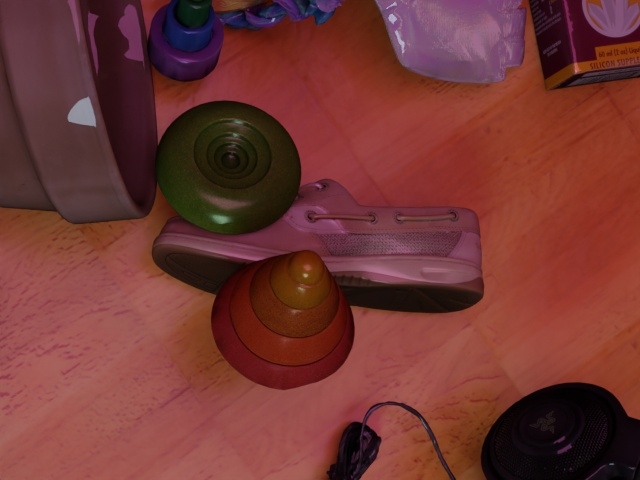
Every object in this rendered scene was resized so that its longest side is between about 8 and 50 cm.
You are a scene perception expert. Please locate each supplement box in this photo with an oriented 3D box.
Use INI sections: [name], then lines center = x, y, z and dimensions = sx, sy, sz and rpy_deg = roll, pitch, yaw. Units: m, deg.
[supplement box]
center = 0.258, -0.247, 1.514
dimensions = 0.104, 0.081, 0.188
rpy_deg = -9, 86, -13

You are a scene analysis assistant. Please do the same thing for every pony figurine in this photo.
[pony figurine]
center = 0.064, -0.297, 1.377
dimensions = 0.351, 0.363, 0.303
rpy_deg = -11, 79, -29

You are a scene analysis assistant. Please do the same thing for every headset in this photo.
[headset]
center = 0.192, 0.248, 1.372
dimensions = 0.394, 0.243, 0.185
rpy_deg = 18, 50, 19

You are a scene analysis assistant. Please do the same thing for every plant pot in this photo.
[plant pot]
center = -0.299, -0.156, 1.292
dimensions = 0.280, 0.323, 0.323
rpy_deg = -9, 86, 4

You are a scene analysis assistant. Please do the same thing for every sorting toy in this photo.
[sorting toy]
center = -0.061, -0.065, 1.312
dimensions = 0.127, 0.126, 0.366
rpy_deg = -13, 68, -18

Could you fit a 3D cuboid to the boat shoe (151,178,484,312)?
[boat shoe]
center = 0.000, 0.000, 1.422
dimensions = 0.302, 0.109, 0.098
rpy_deg = 5, 71, -12
